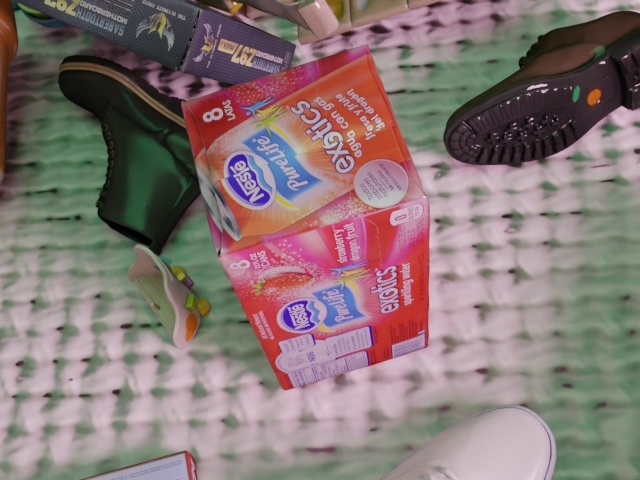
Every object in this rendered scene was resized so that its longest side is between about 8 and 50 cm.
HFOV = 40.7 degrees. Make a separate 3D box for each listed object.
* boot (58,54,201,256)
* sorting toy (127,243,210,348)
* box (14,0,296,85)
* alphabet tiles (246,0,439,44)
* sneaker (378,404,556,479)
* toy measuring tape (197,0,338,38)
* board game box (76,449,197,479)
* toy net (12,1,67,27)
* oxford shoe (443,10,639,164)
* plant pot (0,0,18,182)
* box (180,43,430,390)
[{"bbox_3d":[-0.192,-0.082,0.795,0.198,0.077,0.137,26,73,21],"label":"boot"},{"bbox_3d":[-0.130,0.036,0.718,0.045,0.075,0.083,-35,63,-11],"label":"sorting toy"},{"bbox_3d":[-0.163,-0.206,0.794,0.232,0.183,0.059,25,101,19],"label":"box"},{"bbox_3d":[0.077,-0.342,0.874,0.342,0.011,0.285,-13,60,20],"label":"alphabet tiles"},{"bbox_3d":[0.061,0.200,0.593,0.258,0.091,0.094,-36,63,-12],"label":"sneaker"},{"bbox_3d":[-0.072,-0.281,0.830,0.121,0.121,0.330,-44,45,-15],"label":"toy measuring tape"},{"bbox_3d":[-0.219,0.263,0.636,0.281,0.027,0.145,-15,59,0],"label":"board game box"},{"bbox_3d":[-0.359,-0.275,0.934,0.232,0.045,0.122,0,62,8],"label":"toy net"},{"bbox_3d":[0.206,-0.137,0.775,0.227,0.083,0.096,-24,42,-6],"label":"oxford shoe"},{"bbox_3d":[-0.372,-0.135,0.789,0.205,0.205,0.188,-16,77,-1],"label":"plant pot"},{"bbox_3d":[0.000,0.000,0.615,0.128,0.257,0.123,-17,62,-2],"label":"box"}]
